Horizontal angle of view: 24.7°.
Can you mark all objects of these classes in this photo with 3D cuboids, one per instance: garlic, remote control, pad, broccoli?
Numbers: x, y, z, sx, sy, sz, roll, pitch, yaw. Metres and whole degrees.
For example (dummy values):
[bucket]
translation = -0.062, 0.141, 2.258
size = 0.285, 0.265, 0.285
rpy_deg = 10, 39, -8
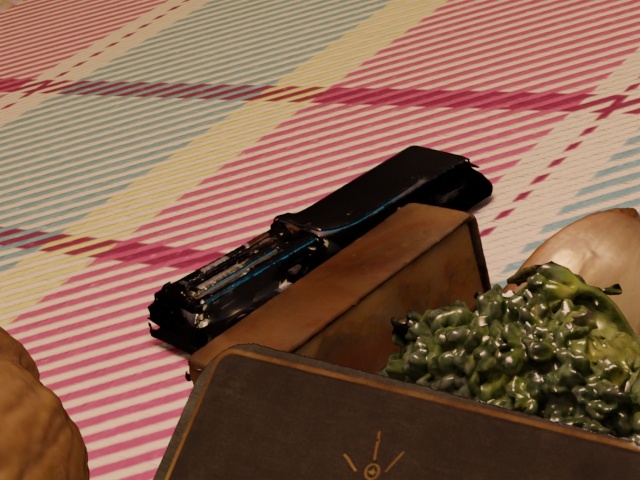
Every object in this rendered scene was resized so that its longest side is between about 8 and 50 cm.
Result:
[garlic]
translation = 0.214, 0.057, 1.160
size = 0.115, 0.128, 0.207
rpy_deg = 34, 83, 38
[remote control]
translation = 0.000, 0.000, 1.529
size = 0.399, 0.062, 0.144
rpy_deg = -31, 29, -31
[pad]
translation = -0.007, 0.220, 0.887
size = 0.375, 0.063, 0.315
rpy_deg = 9, 71, 40
[broccoli]
translation = 0.178, 0.141, 1.013
size = 0.245, 0.248, 0.288
rpy_deg = 6, 32, -37

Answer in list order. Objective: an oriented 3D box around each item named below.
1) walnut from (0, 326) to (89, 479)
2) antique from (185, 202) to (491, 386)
[walnut]
translation = -0.327, 0.186, 1.071
size = 0.332, 0.333, 0.333
rpy_deg = -12, 25, 6
[antique]
translation = 0.023, 0.077, 1.322
size = 0.087, 0.093, 0.310
rpy_deg = 12, 36, 44
